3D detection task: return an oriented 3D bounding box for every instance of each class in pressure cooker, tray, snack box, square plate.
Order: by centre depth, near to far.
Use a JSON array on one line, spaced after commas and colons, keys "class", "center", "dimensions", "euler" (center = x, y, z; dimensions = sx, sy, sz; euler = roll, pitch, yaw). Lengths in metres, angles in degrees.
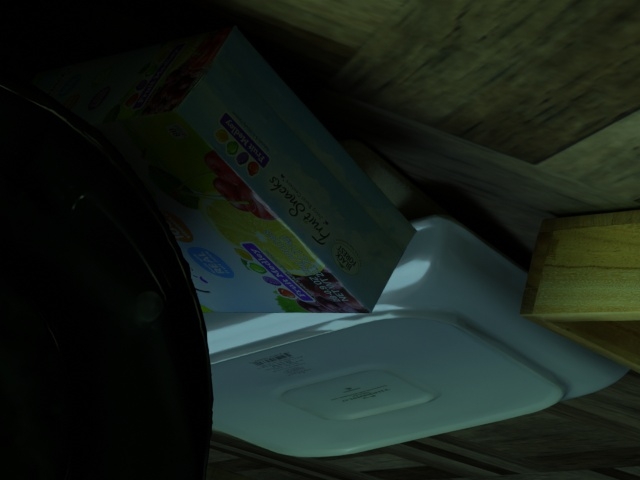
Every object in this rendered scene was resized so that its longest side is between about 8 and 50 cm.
[{"class": "pressure cooker", "center": [-0.301, 0.070, 0.766], "dimensions": [0.375, 0.370, 0.420], "euler": [50, 156, -25]}, {"class": "snack box", "center": [-0.075, -0.032, 0.845], "dimensions": [0.207, 0.070, 0.174], "euler": [-2, 139, 50]}, {"class": "tray", "center": [0.348, 0.081, 0.917], "dimensions": [0.411, 0.076, 0.203], "euler": [26, 162, -32]}, {"class": "square plate", "center": [0.025, 0.098, 1.090], "dimensions": [0.347, 0.049, 0.344], "euler": [-17, 152, 28]}]

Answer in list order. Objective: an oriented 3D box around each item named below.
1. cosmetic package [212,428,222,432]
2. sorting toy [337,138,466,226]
[{"class": "cosmetic package", "center": [-0.114, 0.111, 1.398], "dimensions": [0.160, 0.113, 0.309], "euler": [16, 164, -6]}, {"class": "sorting toy", "center": [0.000, 0.000, 1.021], "dimensions": [0.229, 0.041, 0.307], "euler": [4, 161, 36]}]
